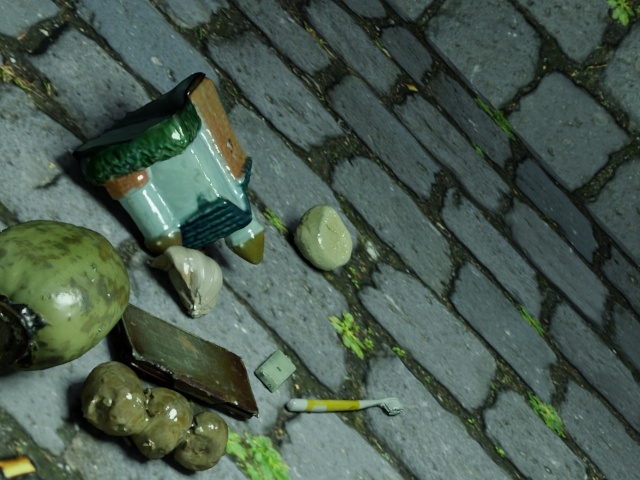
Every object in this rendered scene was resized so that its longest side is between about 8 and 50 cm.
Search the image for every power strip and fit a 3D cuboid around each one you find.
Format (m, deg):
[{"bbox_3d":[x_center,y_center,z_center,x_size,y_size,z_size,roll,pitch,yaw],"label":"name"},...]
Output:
[{"bbox_3d":[-0.064,0.185,2.065,0.040,0.016,0.090,47,23,1],"label":"power strip"}]

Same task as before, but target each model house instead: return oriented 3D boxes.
[{"bbox_3d":[-0.188,-0.071,2.105,0.291,0.184,0.253,57,15,-13],"label":"model house"}]

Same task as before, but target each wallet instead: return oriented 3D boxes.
[{"bbox_3d":[-0.179,0.158,1.899,0.232,0.031,0.122,31,24,-37],"label":"wallet"}]

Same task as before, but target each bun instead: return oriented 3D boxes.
[{"bbox_3d":[0.000,0.000,2.394,0.115,0.069,0.115,32,48,-43],"label":"bun"}]

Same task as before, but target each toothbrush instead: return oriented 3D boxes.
[{"bbox_3d":[0.041,0.245,2.141,0.024,0.021,0.288,49,22,29],"label":"toothbrush"}]

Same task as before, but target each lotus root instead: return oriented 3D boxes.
[{"bbox_3d":[-0.316,0.055,1.692,0.173,0.173,0.309,46,16,-3],"label":"lotus root"}]

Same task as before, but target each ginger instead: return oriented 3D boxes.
[{"bbox_3d":[-0.193,0.212,1.729,0.204,0.080,0.104,33,22,-25],"label":"ginger"}]

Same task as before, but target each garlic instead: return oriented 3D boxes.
[{"bbox_3d":[-0.176,0.052,2.014,0.113,0.074,0.094,43,9,-49],"label":"garlic"}]
